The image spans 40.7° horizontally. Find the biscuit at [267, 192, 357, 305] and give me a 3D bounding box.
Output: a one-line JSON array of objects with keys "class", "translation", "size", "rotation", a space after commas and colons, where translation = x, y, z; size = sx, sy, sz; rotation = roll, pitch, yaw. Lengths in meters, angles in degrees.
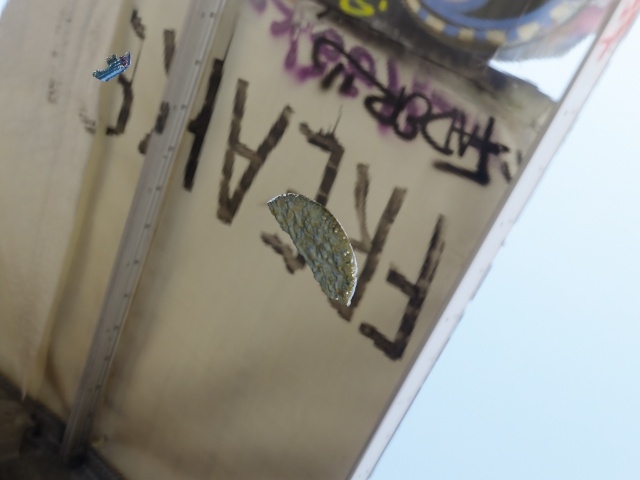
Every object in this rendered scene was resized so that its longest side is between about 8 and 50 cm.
[{"class": "biscuit", "translation": [0.001, -0.001, 1.807], "size": [0.038, 0.141, 0.290], "rotation": [-22, -107, -43]}]

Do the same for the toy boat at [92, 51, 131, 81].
[{"class": "toy boat", "translation": [-0.377, -0.318, 1.565], "size": [0.038, 0.083, 0.038], "rotation": [56, -163, -27]}]
